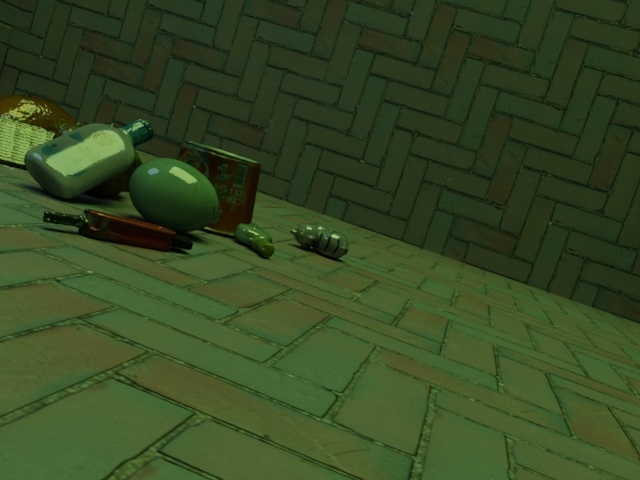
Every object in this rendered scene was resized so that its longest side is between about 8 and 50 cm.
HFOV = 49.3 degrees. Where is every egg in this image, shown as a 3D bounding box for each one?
[{"bbox_3d":[-0.356,-0.109,1.694,0.230,0.168,0.168,25,8,10],"label":"egg"}]

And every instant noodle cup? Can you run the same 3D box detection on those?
[{"bbox_3d":[-0.301,-0.148,1.975,0.296,0.214,0.296,18,6,-2],"label":"instant noodle cup"}]

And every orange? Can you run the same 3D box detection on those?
[{"bbox_3d":[-0.908,-0.348,2.171,0.262,0.196,0.334,-4,-4,39],"label":"orange"}]

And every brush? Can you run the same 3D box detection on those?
[{"bbox_3d":[-0.393,-0.024,1.390,0.323,0.051,0.070,11,12,-46],"label":"brush"}]

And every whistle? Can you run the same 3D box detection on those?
[{"bbox_3d":[-0.162,-0.003,1.829,0.104,0.057,0.198,21,4,-23],"label":"whistle"}]

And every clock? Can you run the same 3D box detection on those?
[{"bbox_3d":[0.000,0.001,2.151,0.176,0.080,0.117,20,6,22],"label":"clock"}]

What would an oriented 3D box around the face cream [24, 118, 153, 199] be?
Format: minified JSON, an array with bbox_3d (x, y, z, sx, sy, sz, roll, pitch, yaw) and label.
[{"bbox_3d":[-0.556,-0.221,1.744,0.163,0.080,0.336,41,44,10],"label":"face cream"}]

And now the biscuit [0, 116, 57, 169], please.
[{"bbox_3d":[-0.802,-0.257,1.962,0.254,0.029,0.172,13,43,-30],"label":"biscuit"}]

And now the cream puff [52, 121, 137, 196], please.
[{"bbox_3d":[-0.614,-0.223,1.909,0.244,0.196,0.244,5,39,-4],"label":"cream puff"}]

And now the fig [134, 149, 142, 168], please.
[{"bbox_3d":[-0.622,-0.245,2.137,0.233,0.167,0.167,5,13,-37],"label":"fig"}]
